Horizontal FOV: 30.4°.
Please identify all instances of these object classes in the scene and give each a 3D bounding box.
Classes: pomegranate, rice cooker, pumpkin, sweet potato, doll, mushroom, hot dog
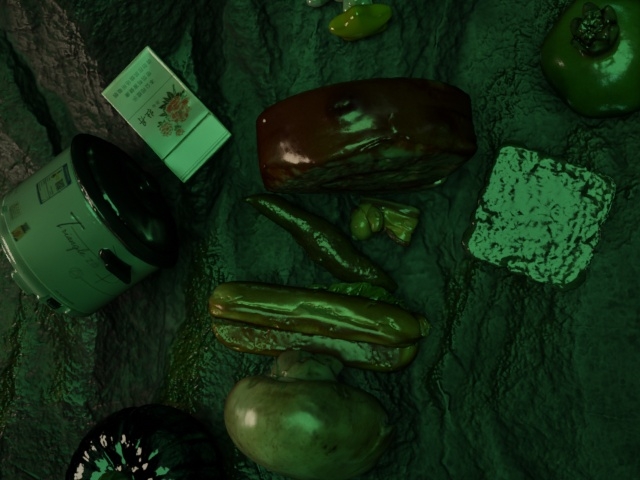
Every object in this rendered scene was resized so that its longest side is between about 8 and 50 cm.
[{"bbox_3d":[0.391,-0.263,1.627,0.187,0.225,0.187,-3,82,23],"label":"pomegranate"},{"bbox_3d":[-0.337,-0.025,1.760,0.227,0.241,0.281,-35,39,12],"label":"rice cooker"},{"bbox_3d":[-0.270,0.365,1.744,0.247,0.248,0.248,0,90,11],"label":"pumpkin"},{"bbox_3d":[0.000,0.000,1.781,0.273,0.067,0.067,34,96,2],"label":"sweet potato"},{"bbox_3d":[0.044,-0.361,1.775,0.135,0.071,0.113,7,84,15],"label":"doll"},{"bbox_3d":[-0.012,0.260,1.704,0.254,0.255,0.184,3,62,11],"label":"mushroom"},{"bbox_3d":[0.001,0.121,1.760,0.337,0.135,0.100,6,47,9],"label":"hot dog"}]

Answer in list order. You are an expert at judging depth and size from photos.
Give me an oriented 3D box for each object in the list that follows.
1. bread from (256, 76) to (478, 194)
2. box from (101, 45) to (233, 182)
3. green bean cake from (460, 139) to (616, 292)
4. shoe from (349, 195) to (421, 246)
[{"bbox_3d":[0.060,-0.134,1.631,0.295,0.327,0.114,-3,84,-10],"label":"bread"},{"bbox_3d":[-0.239,-0.198,1.843,0.109,0.029,0.198,-44,82,8],"label":"box"},{"bbox_3d":[0.316,-0.034,1.708,0.184,0.094,0.184,20,93,9],"label":"green bean cake"},{"bbox_3d":[0.093,-0.029,1.760,0.109,0.072,0.069,8,87,10],"label":"shoe"}]
